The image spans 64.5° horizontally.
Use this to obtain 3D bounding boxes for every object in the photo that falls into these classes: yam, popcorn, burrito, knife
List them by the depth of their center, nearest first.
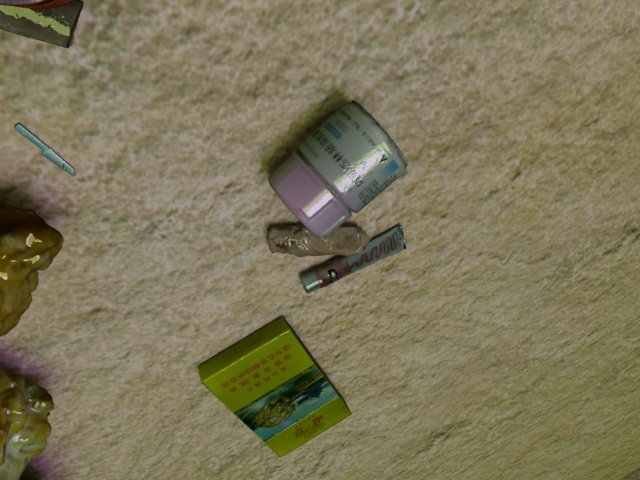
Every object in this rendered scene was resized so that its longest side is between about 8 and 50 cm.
[{"bbox_3d":[-0.337,-0.251,0.514,0.170,0.068,0.068,19,113,-33],"label":"yam"},{"bbox_3d":[-0.437,0.025,0.575,0.252,0.206,0.236,-33,115,-16],"label":"popcorn"},{"bbox_3d":[-0.346,-0.112,0.640,0.014,0.005,0.091,-39,129,3],"label":"knife"},{"bbox_3d":[-0.507,0.286,0.722,0.204,0.183,0.221,25,108,6],"label":"popcorn"},{"bbox_3d":[0.001,0.001,0.848,0.189,0.045,0.058,-1,129,-26],"label":"burrito"}]

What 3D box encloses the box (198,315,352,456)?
[{"bbox_3d":[-0.078,0.306,1.019,0.187,0.047,0.334,-31,130,-3],"label":"box"}]

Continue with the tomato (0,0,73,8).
[{"bbox_3d":[-0.272,-0.330,0.458,0.199,0.112,0.228,35,95,-21],"label":"tomato"}]

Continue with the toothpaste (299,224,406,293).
[{"bbox_3d":[0.062,0.036,0.908,0.205,0.036,0.056,-26,127,-12],"label":"toothpaste"}]

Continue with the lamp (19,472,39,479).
[{"bbox_3d":[-0.562,0.477,0.808,0.284,0.250,0.250,43,100,0],"label":"lamp"}]

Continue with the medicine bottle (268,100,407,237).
[{"bbox_3d":[0.024,-0.100,0.735,0.168,0.135,0.135,-41,129,7],"label":"medicine bottle"}]
